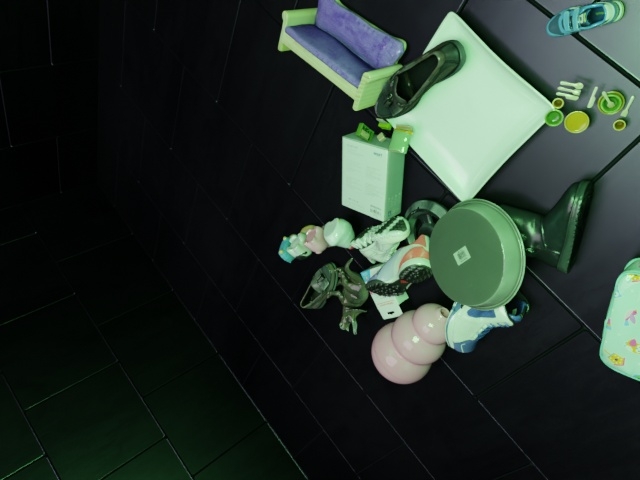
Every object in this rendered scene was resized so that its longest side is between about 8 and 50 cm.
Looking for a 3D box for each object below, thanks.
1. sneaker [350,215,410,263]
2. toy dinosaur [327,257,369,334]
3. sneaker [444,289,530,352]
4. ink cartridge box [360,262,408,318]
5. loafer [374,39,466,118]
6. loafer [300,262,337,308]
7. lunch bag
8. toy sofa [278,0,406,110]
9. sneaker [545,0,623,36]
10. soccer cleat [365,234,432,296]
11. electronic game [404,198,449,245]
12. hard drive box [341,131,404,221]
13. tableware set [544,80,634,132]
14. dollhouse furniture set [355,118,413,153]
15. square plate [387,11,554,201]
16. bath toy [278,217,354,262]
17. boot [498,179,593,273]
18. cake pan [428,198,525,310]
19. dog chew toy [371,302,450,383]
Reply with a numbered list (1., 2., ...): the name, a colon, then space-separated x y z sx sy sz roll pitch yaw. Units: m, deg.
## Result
1. sneaker: 0.208 0.005 1.588 0.118 0.110 0.292 55 158 -5
2. toy dinosaur: 0.120 0.177 1.813 0.160 0.121 0.313 30 128 20
3. sneaker: 0.468 0.208 1.391 0.182 0.127 0.315 31 130 38
4. ink cartridge box: 0.225 0.169 1.702 0.104 0.061 0.181 -25 91 51
5. loafer: 0.224 -0.399 1.264 0.302 0.095 0.109 -28 88 53
6. loafer: -0.007 0.189 1.951 0.096 0.084 0.267 63 148 32
7. lunch bag: 0.744 0.188 1.075 0.224 0.108 0.279 18 125 37
8. toy sofa: 0.054 -0.545 1.412 0.362 0.150 0.177 45 140 22
9. sneaker: 0.520 -0.446 1.004 0.144 0.059 0.053 2 114 50
10. soccer cleat: 0.244 0.088 1.544 0.109 0.116 0.318 21 152 -16
11. electronic game: 0.331 -0.011 1.484 0.229 0.048 0.229 36 137 43
12. hard drive box: 0.159 -0.201 1.541 0.181 0.089 0.232 26 130 38
13. tableware set: 0.562 -0.270 1.051 0.154 0.024 0.104 20 128 18
14. dollhouse furniture set: 0.177 -0.295 1.388 0.152 0.058 0.076 20 90 41
15. square plate: 0.359 -0.325 1.269 0.347 0.049 0.344 51 140 15
16. bath toy: 0.000 0.000 1.817 0.129 0.151 0.348 35 150 -29
17. boot: 0.519 -0.051 1.205 0.207 0.094 0.246 23 134 35
18. cake pan: 0.387 0.040 1.292 0.293 0.054 0.293 16 109 57
19. dog chew toy: 0.304 0.317 1.595 0.206 0.207 0.332 49 134 17
